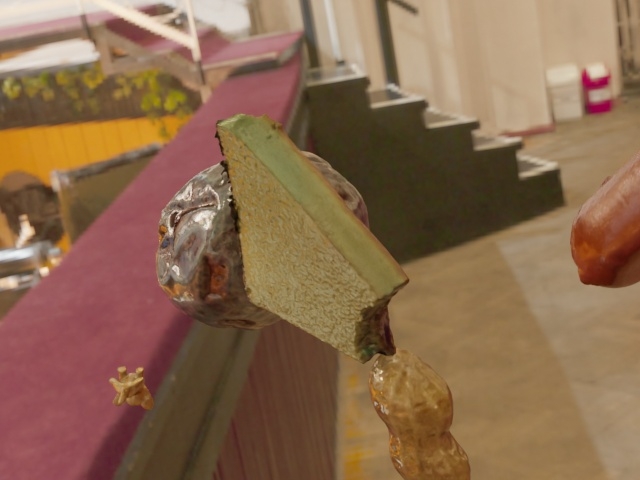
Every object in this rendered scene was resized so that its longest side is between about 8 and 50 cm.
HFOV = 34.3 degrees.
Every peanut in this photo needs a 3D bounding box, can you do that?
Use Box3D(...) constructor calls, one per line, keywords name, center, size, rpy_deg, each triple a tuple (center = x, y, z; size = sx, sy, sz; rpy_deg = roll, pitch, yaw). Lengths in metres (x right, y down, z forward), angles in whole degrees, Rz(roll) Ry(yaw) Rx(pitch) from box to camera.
Box3D(name="peanut", center=(0.114, 0.208, 1.150), size=(0.089, 0.193, 0.089), rpy_deg=(-19, 16, 6))

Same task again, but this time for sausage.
Box3D(name="sausage", center=(0.353, -0.067, 0.948), size=(0.094, 0.097, 0.348), rpy_deg=(-8, -27, -35))

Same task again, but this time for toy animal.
Box3D(name="toy animal", center=(-0.282, 0.230, 1.542), size=(0.060, 0.083, 0.081), rpy_deg=(0, 42, -4))

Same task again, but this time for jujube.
Box3D(name="jujube", center=(-0.078, 0.004, 1.385), size=(0.308, 0.215, 0.246), rpy_deg=(-24, -14, -38))

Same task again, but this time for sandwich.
Box3D(name="sandwich", center=(0.000, 0.000, 1.073), size=(0.212, 0.245, 0.063), rpy_deg=(26, 50, 34))
